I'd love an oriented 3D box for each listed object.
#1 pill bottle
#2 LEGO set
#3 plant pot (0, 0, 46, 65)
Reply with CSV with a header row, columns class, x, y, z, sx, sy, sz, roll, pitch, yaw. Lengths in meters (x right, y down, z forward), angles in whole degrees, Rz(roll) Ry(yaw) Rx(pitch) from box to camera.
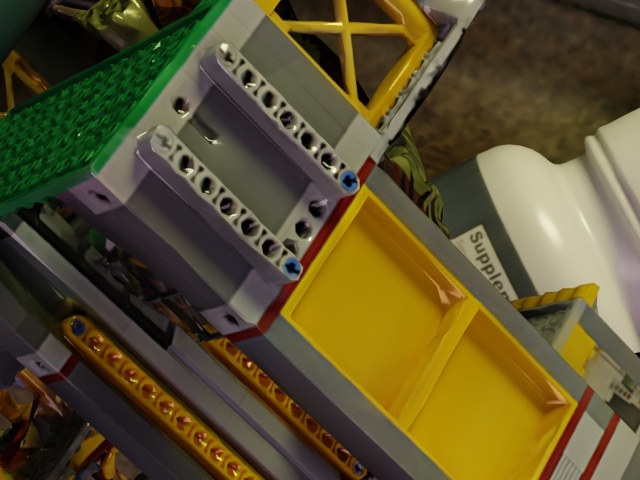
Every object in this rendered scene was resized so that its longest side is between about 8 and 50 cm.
class,x,y,z,sx,sy,sz,roll,pitch,yaw
pill bottle,0.057,0.029,0.627,0.180,0.108,0.108,-28,110,9
LEGO set,0.000,0.000,0.498,0.192,0.255,0.331,45,140,-20
plant pot,-0.161,-0.137,0.445,0.272,0.255,0.271,18,134,20
